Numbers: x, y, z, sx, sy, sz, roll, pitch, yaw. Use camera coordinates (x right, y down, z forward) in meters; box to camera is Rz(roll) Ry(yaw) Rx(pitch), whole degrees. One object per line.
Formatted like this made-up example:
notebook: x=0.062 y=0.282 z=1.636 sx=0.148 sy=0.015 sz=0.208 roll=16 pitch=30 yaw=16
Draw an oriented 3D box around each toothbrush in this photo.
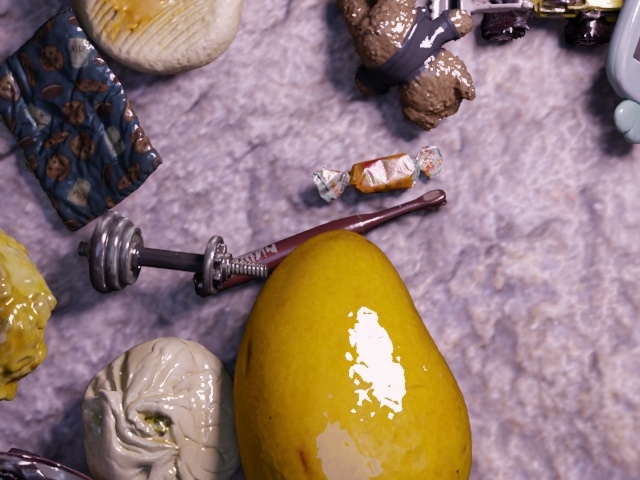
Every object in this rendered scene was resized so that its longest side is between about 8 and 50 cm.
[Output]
toothbrush: x=0.000 y=-0.001 z=1.922 sx=0.364 sy=0.041 sz=0.041 roll=-21 pitch=85 yaw=-4

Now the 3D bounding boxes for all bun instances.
bun: x=-0.207 y=-0.345 z=1.897 sx=0.243 sy=0.153 sz=0.244 roll=0 pitch=106 yaw=0
bun: x=-0.204 y=0.238 z=1.839 sx=0.229 sy=0.145 sz=0.229 roll=0 pitch=81 yaw=0

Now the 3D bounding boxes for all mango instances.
mango: x=0.040 y=0.200 z=1.815 sx=0.301 sy=0.220 sz=0.445 roll=-1 pitch=78 yaw=-5

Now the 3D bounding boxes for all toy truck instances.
toy truck: x=0.293 y=-0.340 z=1.934 sx=0.285 sy=0.111 sz=0.136 roll=1 pitch=85 yaw=0

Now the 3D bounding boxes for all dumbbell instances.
dumbbell: x=-0.194 y=0.027 z=1.861 sx=0.254 sy=0.110 sz=0.110 roll=7 pitch=84 yaw=9

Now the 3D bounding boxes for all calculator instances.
calculator: x=0.456 y=-0.276 z=1.912 sx=0.041 sy=0.185 sz=0.299 roll=22 pitch=93 yaw=43

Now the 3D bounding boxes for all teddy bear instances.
teddy bear: x=0.103 y=-0.268 z=1.905 sx=0.182 sy=0.129 sz=0.251 roll=-36 pitch=85 yaw=38

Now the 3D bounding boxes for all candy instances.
candy: x=0.078 y=-0.088 z=1.932 sx=0.182 sy=0.046 sz=0.053 roll=-11 pitch=81 yaw=-8

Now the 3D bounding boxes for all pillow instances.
pillow: x=-0.332 y=-0.156 z=1.891 sx=0.189 sy=0.034 sz=0.256 roll=-35 pitch=83 yaw=25

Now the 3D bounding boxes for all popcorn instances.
popcorn: x=-0.460 y=0.088 z=1.838 sx=0.266 sy=0.192 sz=0.233 roll=25 pitch=99 yaw=24

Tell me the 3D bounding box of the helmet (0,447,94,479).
helmet: x=-0.370 y=0.409 z=1.786 sx=0.338 sy=0.197 sz=0.271 roll=11 pitch=75 yaw=6
